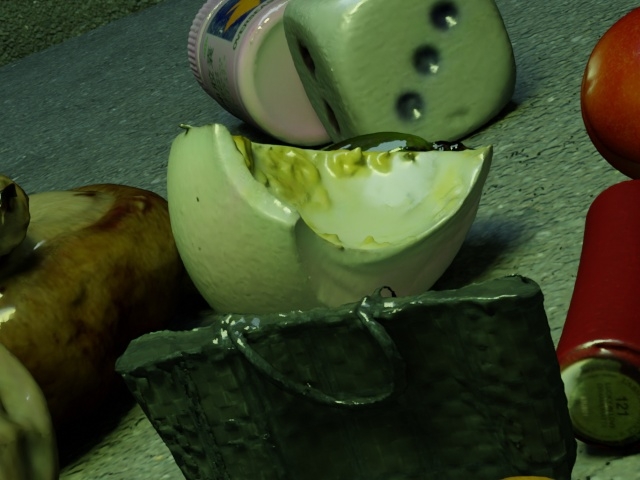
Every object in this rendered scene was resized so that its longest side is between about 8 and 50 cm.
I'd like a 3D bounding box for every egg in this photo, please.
[{"bbox_3d":[-0.005,0.002,1.129,0.271,0.161,0.206,5,-7,-32],"label":"egg"}]

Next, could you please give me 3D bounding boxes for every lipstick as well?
[{"bbox_3d":[0.198,0.040,0.912,0.080,0.080,0.241,-14,22,24],"label":"lipstick"}]

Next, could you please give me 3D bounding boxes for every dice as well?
[{"bbox_3d":[0.082,-0.202,1.505,0.193,0.191,0.194,-26,21,-10],"label":"dice"}]

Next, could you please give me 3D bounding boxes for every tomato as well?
[{"bbox_3d":[0.280,-0.098,1.020,0.136,0.195,0.195,-60,23,2],"label":"tomato"}]

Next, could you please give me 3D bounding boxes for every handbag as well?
[{"bbox_3d":[0.021,0.106,0.793,0.270,0.175,0.088,-12,25,28],"label":"handbag"}]

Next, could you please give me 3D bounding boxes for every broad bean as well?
[{"bbox_3d":[-0.009,-0.054,1.413,0.339,0.061,0.077,-19,37,13],"label":"broad bean"}]

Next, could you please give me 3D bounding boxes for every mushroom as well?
[{"bbox_3d":[-0.272,0.034,1.187,0.346,0.259,0.345,-17,19,6],"label":"mushroom"}]

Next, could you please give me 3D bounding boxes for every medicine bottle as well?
[{"bbox_3d":[-0.052,-0.223,1.730,0.178,0.178,0.291,-27,21,-10],"label":"medicine bottle"}]

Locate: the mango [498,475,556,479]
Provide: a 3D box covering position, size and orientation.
[{"bbox_3d":[0.081,0.171,0.684,0.159,0.105,0.084,-21,-10,-32],"label":"mango"}]

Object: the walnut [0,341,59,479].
[{"bbox_3d":[-0.292,0.149,0.895,0.227,0.273,0.273,-34,17,13],"label":"walnut"}]

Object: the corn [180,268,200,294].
[{"bbox_3d":[-0.116,0.005,1.327,0.260,0.091,0.091,4,69,46],"label":"corn"}]
